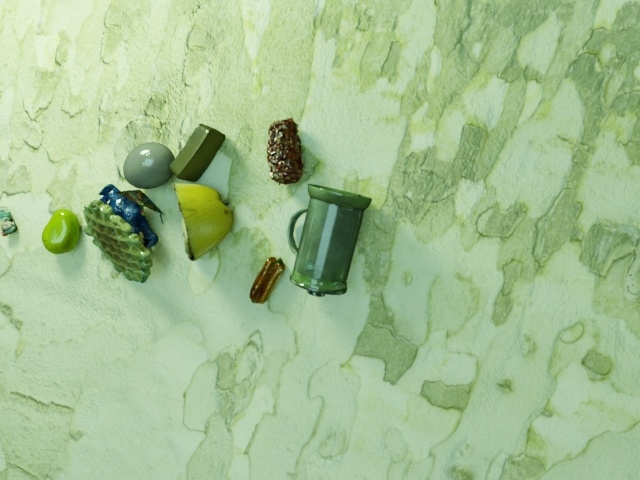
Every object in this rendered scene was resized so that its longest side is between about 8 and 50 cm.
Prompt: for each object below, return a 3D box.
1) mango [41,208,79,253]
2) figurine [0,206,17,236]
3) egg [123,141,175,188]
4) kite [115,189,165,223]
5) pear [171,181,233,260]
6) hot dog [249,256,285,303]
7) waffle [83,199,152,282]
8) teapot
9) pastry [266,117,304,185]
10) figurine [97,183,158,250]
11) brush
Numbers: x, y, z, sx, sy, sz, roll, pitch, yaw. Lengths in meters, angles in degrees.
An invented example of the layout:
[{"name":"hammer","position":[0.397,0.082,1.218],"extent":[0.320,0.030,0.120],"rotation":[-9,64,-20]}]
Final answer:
[{"name":"mango","position":[-0.929,-0.027,1.641],"extent":[0.117,0.089,0.163],"rotation":[31,99,7]},{"name":"figurine","position":[-1.176,-0.071,1.708],"extent":[0.060,0.047,0.105],"rotation":[-18,89,3]},{"name":"egg","position":[-0.572,-0.247,1.525],"extent":[0.199,0.146,0.146],"rotation":[-28,89,31]},{"name":"kite","position":[-0.609,-0.132,1.556],"extent":[0.010,0.183,0.160],"rotation":[-46,42,17]},{"name":"pear","position":[-0.376,-0.074,1.496],"extent":[0.178,0.267,0.266],"rotation":[-12,93,-13]},{"name":"hot dog","position":[-0.177,0.131,1.528],"extent":[0.072,0.055,0.188],"rotation":[32,99,4]},{"name":"waffle","position":[-0.684,0.011,1.541],"extent":[0.309,0.056,0.292],"rotation":[45,142,-2]},{"name":"teapot","position":[0.000,0.000,1.427],"extent":[0.271,0.200,0.336],"rotation":[19,101,35]},{"name":"pastry","position":[-0.117,-0.282,1.459],"extent":[0.097,0.115,0.208],"rotation":[-3,96,23]},{"name":"figurine","position":[-0.652,-0.077,1.574],"extent":[0.164,0.120,0.262],"rotation":[-16,113,46]},{"name":"brush","position":[-0.404,-0.288,1.502],"extent":[0.059,0.123,0.197],"rotation":[39,100,9]}]
